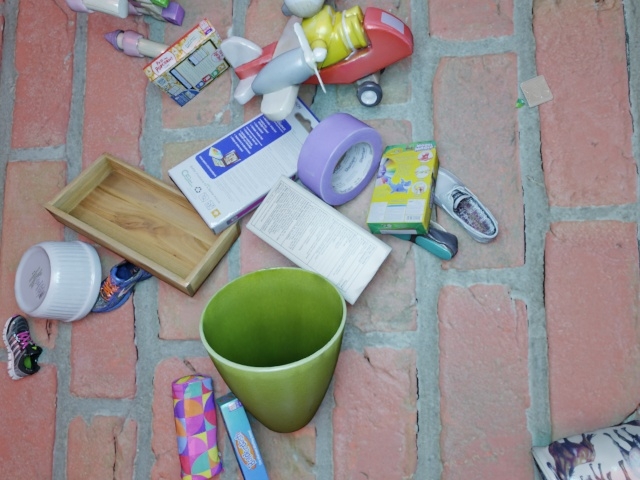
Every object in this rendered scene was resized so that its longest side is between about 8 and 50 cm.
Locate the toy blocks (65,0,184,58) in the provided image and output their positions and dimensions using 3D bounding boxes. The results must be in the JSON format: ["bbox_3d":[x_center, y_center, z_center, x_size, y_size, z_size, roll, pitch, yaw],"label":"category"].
[{"bbox_3d":[-0.498,-0.650,0.984,0.260,0.288,0.309,17,91,5],"label":"toy blocks"}]

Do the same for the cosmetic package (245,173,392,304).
[{"bbox_3d":[0.000,0.000,0.929,0.296,0.129,0.153,37,90,11],"label":"cosmetic package"}]

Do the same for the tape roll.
[{"bbox_3d":[0.045,-0.178,0.899,0.080,0.189,0.189,40,92,29],"label":"tape roll"}]

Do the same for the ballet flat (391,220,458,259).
[{"bbox_3d":[0.222,-0.025,0.932,0.203,0.074,0.074,27,90,16],"label":"ballet flat"}]

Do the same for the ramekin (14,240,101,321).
[{"bbox_3d":[-0.655,0.097,1.004,0.207,0.109,0.207,-5,79,28],"label":"ramekin"}]

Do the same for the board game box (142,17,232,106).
[{"bbox_3d":[-0.317,-0.435,1.009,0.193,0.147,0.045,-36,81,4],"label":"board game box"}]

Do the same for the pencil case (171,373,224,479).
[{"bbox_3d":[-0.290,0.437,0.956,0.104,0.104,0.237,-9,86,8],"label":"pencil case"}]

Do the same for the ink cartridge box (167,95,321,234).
[{"bbox_3d":[-0.155,-0.190,0.974,0.371,0.069,0.176,-37,80,-13],"label":"ink cartridge box"}]

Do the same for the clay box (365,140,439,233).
[{"bbox_3d":[0.188,-0.120,0.900,0.127,0.053,0.222,1,59,30],"label":"clay box"}]

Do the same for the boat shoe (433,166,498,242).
[{"bbox_3d":[0.313,-0.089,0.909,0.079,0.081,0.227,-43,79,4],"label":"boat shoe"}]

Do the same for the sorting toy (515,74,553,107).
[{"bbox_3d":[0.486,-0.340,0.939,0.083,0.012,0.062,-21,87,3],"label":"sorting toy"}]

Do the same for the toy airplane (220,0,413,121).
[{"bbox_3d":[-0.044,-0.443,0.891,0.384,0.272,0.386,-34,57,-14],"label":"toy airplane"}]

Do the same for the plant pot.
[{"bbox_3d":[-0.082,0.254,0.838,0.274,0.275,0.294,3,123,9],"label":"plant pot"}]

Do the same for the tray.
[{"bbox_3d":[-0.425,-0.048,0.991,0.410,0.076,0.203,26,62,11],"label":"tray"}]

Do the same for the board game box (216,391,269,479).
[{"bbox_3d":[-0.172,0.451,0.901,0.047,0.160,0.210,-19,80,-21],"label":"board game box"}]

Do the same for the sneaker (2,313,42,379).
[{"bbox_3d":[-0.773,0.277,1.063,0.074,0.063,0.171,-5,89,9],"label":"sneaker"}]

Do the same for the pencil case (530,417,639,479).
[{"bbox_3d":[0.621,0.430,0.765,0.410,0.183,0.160,-20,83,8],"label":"pencil case"}]

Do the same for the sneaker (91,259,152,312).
[{"bbox_3d":[-0.507,0.098,1.022,0.221,0.087,0.083,-44,79,3],"label":"sneaker"}]
